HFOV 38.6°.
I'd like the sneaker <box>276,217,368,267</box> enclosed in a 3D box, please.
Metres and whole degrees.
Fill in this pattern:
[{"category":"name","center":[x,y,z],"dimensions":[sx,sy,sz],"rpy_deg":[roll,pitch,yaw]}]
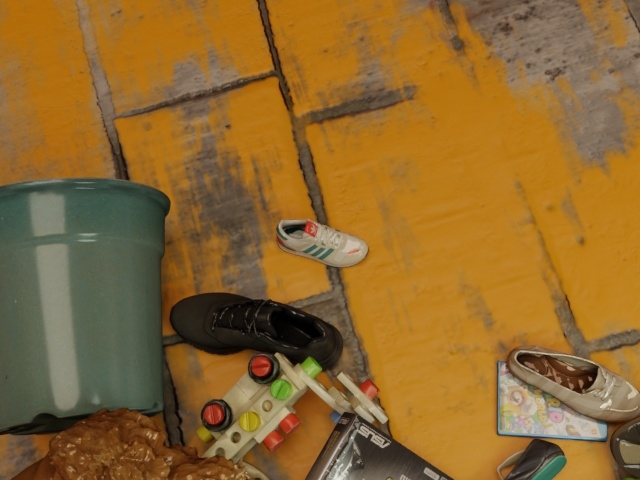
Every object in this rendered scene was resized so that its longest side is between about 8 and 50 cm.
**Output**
[{"category":"sneaker","center":[0.000,0.000,1.526],"dimensions":[0.161,0.075,0.057],"rpy_deg":[13,70,10]}]

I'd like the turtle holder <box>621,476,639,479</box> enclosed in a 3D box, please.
[{"category":"turtle holder","center":[0.503,0.491,1.224],"dimensions":[0.227,0.320,0.243],"rpy_deg":[-20,106,-18]}]

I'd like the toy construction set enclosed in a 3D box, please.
[{"category":"toy construction set","center":[-0.061,0.297,1.373],"dimensions":[0.327,0.151,0.215],"rpy_deg":[-40,70,-11]}]

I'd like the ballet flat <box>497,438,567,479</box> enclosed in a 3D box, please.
[{"category":"ballet flat","center":[0.279,0.374,1.362],"dimensions":[0.203,0.074,0.074],"rpy_deg":[-45,71,-6]}]

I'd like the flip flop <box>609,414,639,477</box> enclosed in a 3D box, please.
[{"category":"flip flop","center":[0.545,0.266,1.368],"dimensions":[0.277,0.080,0.112],"rpy_deg":[-25,104,-19]}]

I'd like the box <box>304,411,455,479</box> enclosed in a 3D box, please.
[{"category":"box","center":[0.086,0.385,1.319],"dimensions":[0.231,0.056,0.183],"rpy_deg":[37,73,-14]}]

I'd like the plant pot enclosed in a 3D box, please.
[{"category":"plant pot","center":[-0.383,0.114,1.398],"dimensions":[0.341,0.341,0.334],"rpy_deg":[-9,75,2]}]

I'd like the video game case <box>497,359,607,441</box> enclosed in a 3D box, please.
[{"category":"video game case","center":[0.361,0.249,1.426],"dimensions":[0.166,0.015,0.119],"rpy_deg":[2,68,6]}]

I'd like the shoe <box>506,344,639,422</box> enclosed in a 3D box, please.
[{"category":"shoe","center":[0.391,0.218,1.395],"dimensions":[0.219,0.058,0.077],"rpy_deg":[20,72,12]}]

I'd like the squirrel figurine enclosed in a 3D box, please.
[{"category":"squirrel figurine","center":[-0.248,0.431,1.223],"dimensions":[0.370,0.281,0.397],"rpy_deg":[51,125,11]}]

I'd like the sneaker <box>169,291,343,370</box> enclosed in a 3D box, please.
[{"category":"sneaker","center":[-0.107,0.130,1.457],"dimensions":[0.286,0.130,0.109],"rpy_deg":[7,71,9]}]
